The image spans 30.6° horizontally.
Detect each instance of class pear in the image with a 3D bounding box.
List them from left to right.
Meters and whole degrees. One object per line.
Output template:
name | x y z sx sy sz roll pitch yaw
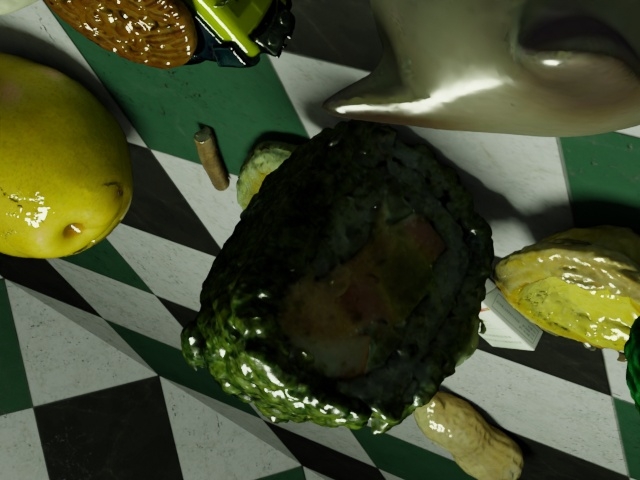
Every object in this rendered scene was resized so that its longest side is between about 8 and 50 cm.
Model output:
pear | -0.416 -0.134 1.680 0.285 0.336 0.285 -17 168 -4

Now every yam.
yam | -0.154 -0.114 1.656 0.032 0.032 0.145 23 160 17

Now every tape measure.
tape measure | -0.140 -0.261 1.173 0.199 0.112 0.186 6 153 43

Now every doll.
doll | 0.156 -0.218 0.598 0.226 0.370 0.215 21 170 -36

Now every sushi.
sushi | 0.038 0.053 1.337 0.294 0.352 0.178 38 156 -15

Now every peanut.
peanut | 0.267 0.359 2.118 0.117 0.101 0.263 -22 128 40

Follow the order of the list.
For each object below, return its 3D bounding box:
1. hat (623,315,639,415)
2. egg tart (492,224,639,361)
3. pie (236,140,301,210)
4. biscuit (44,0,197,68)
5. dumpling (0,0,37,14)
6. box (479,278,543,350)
hat | 0.454 0.182 1.104 0.274 0.332 0.242 18 123 -24
egg tart | 0.335 0.061 1.341 0.279 0.095 0.279 22 163 7
pie | 0.000 0.000 1.592 0.323 0.070 0.323 39 154 23
biscuit | -0.206 -0.230 1.138 0.188 0.027 0.188 24 161 9
dumpling | -0.357 -0.318 1.311 0.166 0.126 0.216 6 150 30
box | 0.231 0.097 1.632 0.154 0.040 0.084 42 159 -29
